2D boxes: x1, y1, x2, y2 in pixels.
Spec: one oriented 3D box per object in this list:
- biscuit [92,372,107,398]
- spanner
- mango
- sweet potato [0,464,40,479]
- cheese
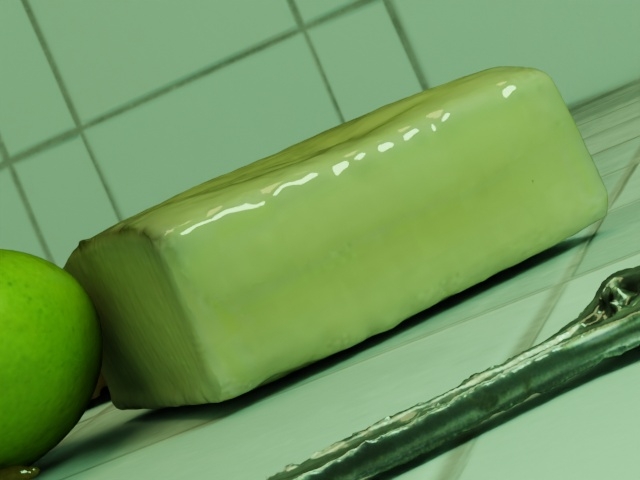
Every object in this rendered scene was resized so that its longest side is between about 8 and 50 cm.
[{"bbox_3d":[-0.115,0.041,1.535,0.326,0.107,0.326,-20,5,2],"label":"biscuit"},{"bbox_3d":[0.048,0.062,0.711,0.325,0.026,0.093,-26,5,-15],"label":"spanner"},{"bbox_3d":[-0.224,0.081,1.174,0.185,0.149,0.273,-9,-9,-46],"label":"mango"},{"bbox_3d":[-0.212,0.149,1.097,0.115,0.026,0.026,-19,1,-25],"label":"sweet potato"},{"bbox_3d":[0.000,0.000,1.183,0.265,0.124,0.242,-25,7,-22],"label":"cheese"}]
